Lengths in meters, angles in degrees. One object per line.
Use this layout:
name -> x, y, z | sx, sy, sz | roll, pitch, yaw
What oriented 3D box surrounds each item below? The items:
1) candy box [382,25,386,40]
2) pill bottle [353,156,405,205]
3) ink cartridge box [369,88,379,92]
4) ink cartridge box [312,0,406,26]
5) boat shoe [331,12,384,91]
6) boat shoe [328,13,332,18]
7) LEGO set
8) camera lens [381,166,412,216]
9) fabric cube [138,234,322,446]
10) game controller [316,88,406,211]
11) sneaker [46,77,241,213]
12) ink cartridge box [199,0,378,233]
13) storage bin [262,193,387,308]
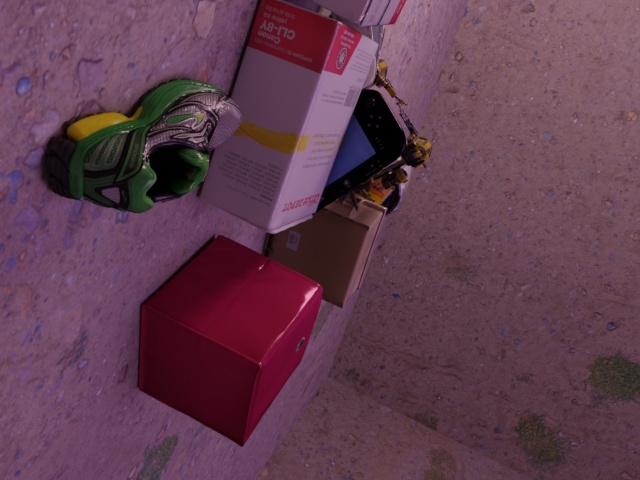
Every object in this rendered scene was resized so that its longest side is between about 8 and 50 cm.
candy box -> 0.109, -0.490, 1.686 | 0.187, 0.053, 0.109 | -54, 164, -38
pill bottle -> 0.142, -0.158, 1.782 | 0.215, 0.117, 0.117 | -50, 172, 17
ink cartridge box -> 0.077, -0.337, 1.808 | 0.186, 0.065, 0.311 | -68, 170, 20
ink cartridge box -> 0.057, -0.482, 1.187 | 0.100, 0.171, 0.237 | -63, 170, 26
boat shoe -> 0.082, -0.476, 1.364 | 0.099, 0.116, 0.320 | -11, 103, -80
boat shoe -> 0.044, -0.469, 1.419 | 0.073, 0.073, 0.207 | 32, 72, -37
LEGO set -> 0.097, -0.250, 1.489 | 0.332, 0.254, 0.192 | 65, 29, -11
camera lens -> 0.178, -0.213, 2.048 | 0.274, 0.219, 0.220 | -62, 170, -57
fabric cube -> -0.180, 0.194, 1.280 | 0.258, 0.258, 0.254 | -50, 161, -51
game controller -> 0.030, -0.182, 1.381 | 0.319, 0.167, 0.067 | -32, 161, 23
sneaker -> -0.200, -0.120, 0.879 | 0.343, 0.146, 0.134 | -50, 160, -53
ink cartridge box -> -0.055, -0.234, 1.228 | 0.385, 0.160, 0.279 | -70, 167, 15
storage bin -> 0.000, 0.000, 1.657 | 0.123, 0.260, 0.263 | -49, 159, -55
